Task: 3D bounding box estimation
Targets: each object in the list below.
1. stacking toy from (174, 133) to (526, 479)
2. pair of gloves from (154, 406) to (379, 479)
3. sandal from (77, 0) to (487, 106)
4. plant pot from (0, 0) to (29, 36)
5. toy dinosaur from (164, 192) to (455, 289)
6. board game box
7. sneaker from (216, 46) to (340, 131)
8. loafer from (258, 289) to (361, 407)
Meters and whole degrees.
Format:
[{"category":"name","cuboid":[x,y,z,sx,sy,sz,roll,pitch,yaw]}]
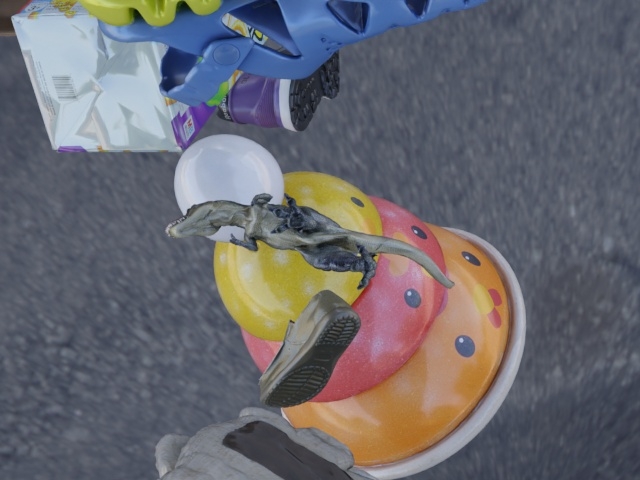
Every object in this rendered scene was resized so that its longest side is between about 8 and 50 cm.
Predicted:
[{"category":"stacking toy","cuboid":[-0.008,0.042,1.757,0.351,0.480,0.350,-20,50,26]},{"category":"pair of gloves","cuboid":[0.045,0.133,0.512,0.240,0.204,0.042,30,96,1]},{"category":"sandal","cuboid":[-0.019,-0.182,1.143,0.317,0.138,0.126,-6,44,7]},{"category":"plant pot","cuboid":[-0.377,-0.344,1.719,0.237,0.237,0.109,-4,60,7]},{"category":"toy dinosaur","cuboid":[0.000,0.000,1.324,0.268,0.118,0.064,15,91,-5]},{"category":"board game box","cuboid":[-0.156,-0.215,1.461,0.142,0.144,0.275,1,35,21]},{"category":"sneaker","cuboid":[-0.056,-0.221,1.965,0.124,0.283,0.107,2,110,15]},{"category":"loafer","cuboid":[-0.012,0.103,1.430,0.148,0.056,0.050,-50,41,31]}]
